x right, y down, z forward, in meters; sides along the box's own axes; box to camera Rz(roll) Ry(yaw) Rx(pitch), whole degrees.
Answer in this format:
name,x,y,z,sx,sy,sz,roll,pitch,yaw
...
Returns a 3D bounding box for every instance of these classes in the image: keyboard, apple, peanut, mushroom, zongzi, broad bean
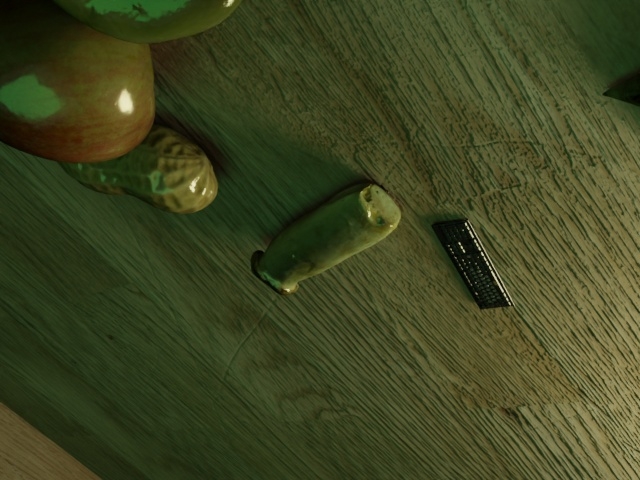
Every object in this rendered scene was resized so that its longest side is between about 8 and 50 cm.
name,x,y,z,sx,sy,sz,roll,pitch,yaw
keyboard,0.238,0.040,1.363,0.064,0.010,0.198,-8,132,34
apple,-0.340,-0.222,1.159,0.234,0.256,0.256,-16,144,-15
peanut,-0.301,-0.129,1.383,0.299,0.120,0.136,16,119,14
mushroom,0.000,0.000,1.400,0.100,0.081,0.312,37,138,-19
zongzi,0.399,-0.156,1.005,0.104,0.052,0.113,33,156,-20
broad bean,-0.214,-0.328,1.030,0.263,0.121,0.189,17,106,-14
